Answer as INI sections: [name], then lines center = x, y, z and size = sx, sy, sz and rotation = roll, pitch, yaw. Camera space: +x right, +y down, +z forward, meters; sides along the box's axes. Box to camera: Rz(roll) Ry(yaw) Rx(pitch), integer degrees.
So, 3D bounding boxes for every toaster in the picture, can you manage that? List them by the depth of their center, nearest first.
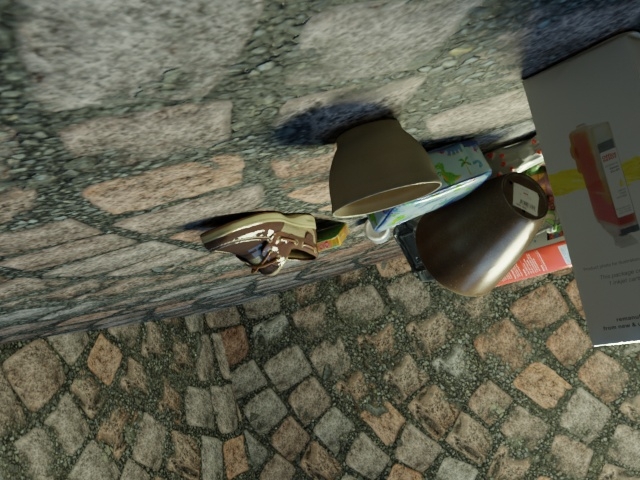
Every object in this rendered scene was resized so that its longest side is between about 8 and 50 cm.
[toaster]
center = 0.314, -0.003, 1.940
size = 0.146, 0.227, 0.129
rotation = -31, -177, -31

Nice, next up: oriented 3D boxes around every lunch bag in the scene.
[lunch bag]
center = 0.188, -0.099, 1.246
size = 0.219, 0.090, 0.176
rotation = -21, 167, -17

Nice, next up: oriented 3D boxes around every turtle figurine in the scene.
[turtle figurine]
center = 0.533, -0.113, 1.473
size = 0.266, 0.197, 0.275
rotation = -10, 178, 22

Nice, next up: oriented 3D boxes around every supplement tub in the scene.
[supplement tub]
center = 0.159, -0.029, 1.880
size = 0.071, 0.071, 0.107
rotation = -16, 173, 7

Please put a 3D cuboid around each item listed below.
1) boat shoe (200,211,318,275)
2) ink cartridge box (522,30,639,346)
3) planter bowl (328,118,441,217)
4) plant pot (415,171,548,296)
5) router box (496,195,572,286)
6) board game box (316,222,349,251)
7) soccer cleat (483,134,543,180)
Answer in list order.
[boat shoe]
center = -0.112, 0.014, 1.443
size = 0.123, 0.123, 0.342
rotation = -19, 172, 30
[ink cartridge box]
center = 0.462, -0.071, 0.957
size = 0.279, 0.384, 0.160
rotation = -8, 173, -45
[planter bowl]
center = 0.082, -0.108, 0.972
size = 0.162, 0.109, 0.162
rotation = -14, 172, -2
[plant pot]
center = 0.342, -0.030, 1.355
size = 0.215, 0.215, 0.230
rotation = -11, 158, -30
[router box]
center = 0.501, -0.040, 1.708
size = 0.301, 0.082, 0.335
rotation = -19, -149, 31
[board game box]
center = 0.000, 0.000, 1.715
size = 0.124, 0.039, 0.259
rotation = -16, -177, 10
[soccer cleat]
center = 0.401, -0.167, 1.354
size = 0.196, 0.068, 0.076
rotation = -24, 170, 38
